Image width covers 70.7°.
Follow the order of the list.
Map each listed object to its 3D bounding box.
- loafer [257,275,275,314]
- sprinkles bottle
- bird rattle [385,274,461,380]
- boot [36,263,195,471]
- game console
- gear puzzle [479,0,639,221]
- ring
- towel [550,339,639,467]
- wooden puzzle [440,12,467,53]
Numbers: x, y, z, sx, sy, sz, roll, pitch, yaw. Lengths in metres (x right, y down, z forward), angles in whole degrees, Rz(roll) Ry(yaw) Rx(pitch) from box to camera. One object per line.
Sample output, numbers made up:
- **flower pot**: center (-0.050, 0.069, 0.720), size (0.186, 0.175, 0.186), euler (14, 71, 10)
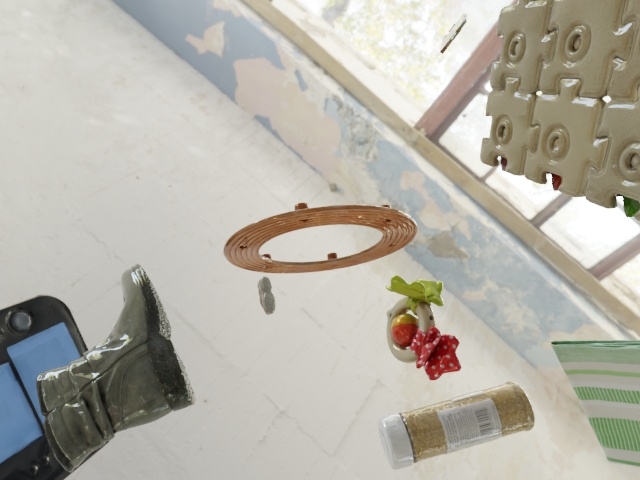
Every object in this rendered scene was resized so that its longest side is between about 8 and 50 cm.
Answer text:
- **loafer**: center (-0.166, 0.170, 1.361), size (0.045, 0.039, 0.125), euler (20, -134, -41)
- **sprinkles bottle**: center (0.322, 0.442, 1.084), size (0.356, 0.121, 0.121), euler (-12, -130, -7)
- **bird rattle**: center (0.237, 0.215, 1.091), size (0.143, 0.207, 0.253), euler (4, -120, -27)
- **boot**: center (-0.267, 0.136, 0.556), size (0.161, 0.083, 0.246), euler (-22, -135, -17)
- **game console**: center (-0.619, 0.329, 0.948), size (0.386, 0.060, 0.342), euler (67, -162, -4)
- **gear puzzle**: center (0.233, -0.108, 0.332), size (0.044, 0.175, 0.339), euler (-4, -158, -11)
- **ring**: center (0.000, 0.000, 0.796), size (0.337, 0.337, 0.032), euler (7, -113, -39)
- **towel**: center (0.665, 0.351, 0.943), size (0.038, 0.248, 0.324), euler (-35, -80, -35)
- **wooden puzzle**: center (0.188, -0.293, 0.638), size (0.006, 0.049, 0.083), euler (32, -139, -9)
